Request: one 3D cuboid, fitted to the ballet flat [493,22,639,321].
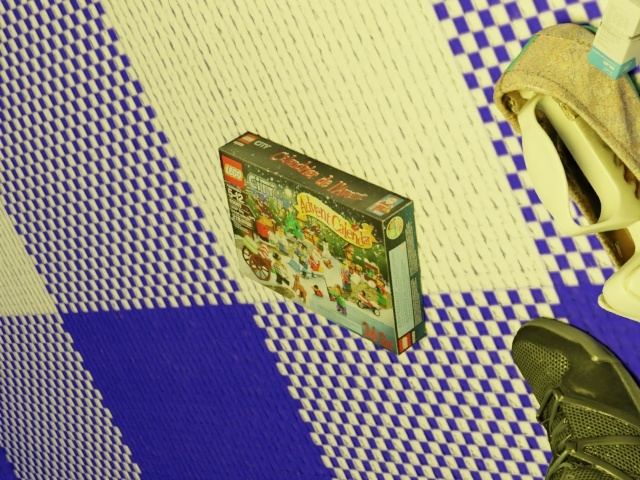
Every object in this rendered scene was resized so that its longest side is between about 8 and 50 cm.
[{"bbox_3d":[0.230,-0.010,1.104,0.316,0.106,0.107,55,148,3],"label":"ballet flat"}]

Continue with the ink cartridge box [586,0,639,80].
[{"bbox_3d":[0.221,-0.158,1.040,0.028,0.048,0.083,41,145,23],"label":"ink cartridge box"}]

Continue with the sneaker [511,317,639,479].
[{"bbox_3d":[0.213,0.167,1.254,0.227,0.130,0.087,55,149,25],"label":"sneaker"}]

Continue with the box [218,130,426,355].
[{"bbox_3d":[0.000,0.000,1.478,0.233,0.044,0.159,25,136,40],"label":"box"}]
